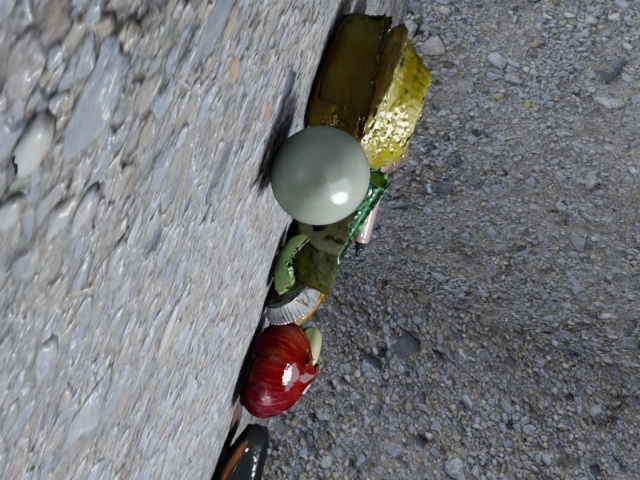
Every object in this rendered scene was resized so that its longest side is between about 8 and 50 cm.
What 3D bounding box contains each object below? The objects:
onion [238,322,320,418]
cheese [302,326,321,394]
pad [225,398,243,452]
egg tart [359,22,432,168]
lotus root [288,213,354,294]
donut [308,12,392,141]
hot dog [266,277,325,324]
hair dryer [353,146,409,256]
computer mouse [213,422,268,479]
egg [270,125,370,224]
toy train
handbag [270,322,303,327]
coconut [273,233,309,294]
[{"bbox_3d":[-0.100,0.300,2.061,0.248,0.161,0.248,-50,169,-14],"label":"onion"},{"bbox_3d":[-0.041,0.308,2.219,0.127,0.054,0.251,-56,-167,16],"label":"cheese"},{"bbox_3d":[-0.209,0.440,2.249,0.113,0.006,0.188,-66,172,-47],"label":"pad"},{"bbox_3d":[0.145,-0.277,1.881,0.345,0.132,0.345,-160,-90,-90],"label":"egg tart"},{"bbox_3d":[0.000,0.000,2.021,0.235,0.138,0.119,-81,179,-49],"label":"lotus root"},{"bbox_3d":[0.049,-0.286,1.622,0.272,0.107,0.272,-163,-90,-89],"label":"donut"},{"bbox_3d":[-0.041,0.101,2.066,0.075,0.144,0.268,66,32,-24],"label":"hot dog"},{"bbox_3d":[0.135,-0.113,2.381,0.189,0.106,0.344,-26,130,-67],"label":"hair dryer"},{"bbox_3d":[-0.211,0.607,2.214,0.183,0.116,0.323,98,5,-70],"label":"computer mouse"},{"bbox_3d":[-0.001,-0.098,1.367,0.209,0.151,0.151,-52,161,-77],"label":"egg"},{"bbox_3d":[0.061,-0.098,2.214,0.272,0.159,0.188,-58,-178,25],"label":"toy train"},{"bbox_3d":[-0.042,0.123,2.318,0.219,0.079,0.256,-54,167,-38],"label":"handbag"},{"bbox_3d":[-0.070,0.054,1.902,0.133,0.055,0.158,-68,177,-55],"label":"coconut"}]
